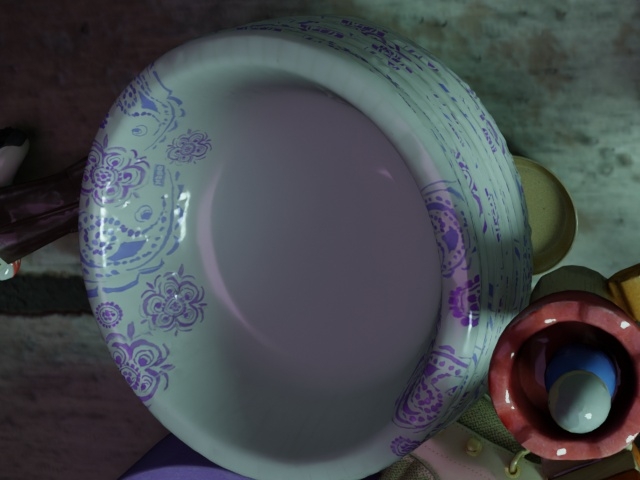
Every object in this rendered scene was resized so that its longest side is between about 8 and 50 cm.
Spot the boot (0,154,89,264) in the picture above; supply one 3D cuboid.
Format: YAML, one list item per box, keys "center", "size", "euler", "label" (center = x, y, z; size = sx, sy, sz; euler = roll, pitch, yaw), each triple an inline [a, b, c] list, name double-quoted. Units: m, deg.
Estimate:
- center: [-0.182, 0.000, 1.189]
  size: [0.114, 0.037, 0.106]
  euler: [-21, 88, -4]
  label: "boot"

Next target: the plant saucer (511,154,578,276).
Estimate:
- center: [0.127, -0.017, 1.075]
  size: [0.083, 0.015, 0.083]
  euler: [10, 114, 22]
  label: "plant saucer"

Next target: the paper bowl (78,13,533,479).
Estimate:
- center: [0.000, 0.000, 1.052]
  size: [0.284, 0.148, 0.284]
  euler: [9, 107, 31]
  label: "paper bowl"

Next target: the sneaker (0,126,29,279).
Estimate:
- center: [-0.244, -0.015, 1.243]
  size: [0.075, 0.057, 0.161]
  euler: [36, 122, -11]
  label: "sneaker"

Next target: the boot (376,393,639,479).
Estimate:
- center: [0.160, 0.144, 1.083]
  size: [0.203, 0.095, 0.262]
  euler: [40, 125, 8]
  label: "boot"

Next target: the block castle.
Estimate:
- center: [0.293, 0.190, 0.881]
  size: [0.303, 0.213, 0.453]
  euler: [-21, 99, 13]
  label: "block castle"

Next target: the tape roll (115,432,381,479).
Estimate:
- center: [-0.049, 0.270, 1.236]
  size: [0.275, 0.090, 0.275]
  euler: [9, 114, 22]
  label: "tape roll"
